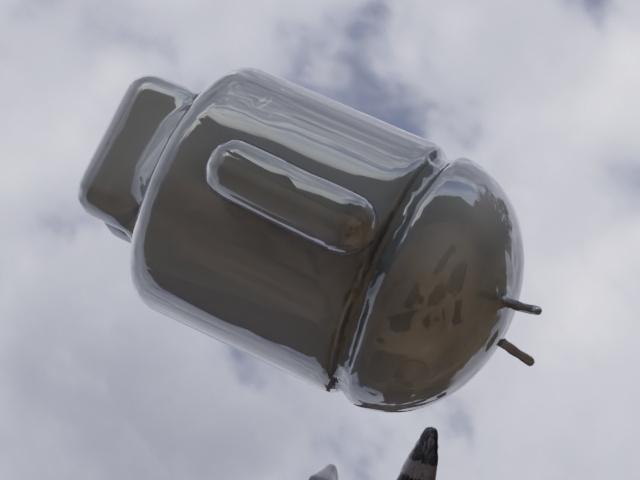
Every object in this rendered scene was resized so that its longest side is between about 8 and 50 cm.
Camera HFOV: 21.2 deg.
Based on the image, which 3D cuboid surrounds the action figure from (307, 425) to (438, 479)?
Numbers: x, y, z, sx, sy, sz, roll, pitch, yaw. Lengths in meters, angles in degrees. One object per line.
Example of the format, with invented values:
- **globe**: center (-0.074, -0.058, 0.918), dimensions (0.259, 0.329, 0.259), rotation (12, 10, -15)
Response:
- **action figure**: center (0.104, 0.348, 1.591), dimensions (0.341, 0.178, 0.330), rotation (7, -48, -9)

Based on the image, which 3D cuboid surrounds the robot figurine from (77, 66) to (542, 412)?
- **robot figurine**: center (0.000, 0.000, 1.266), dimensions (0.353, 0.300, 0.200), rotation (24, -94, 13)
